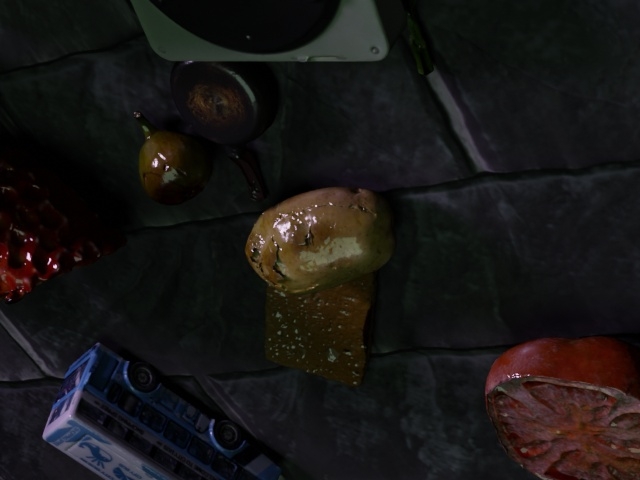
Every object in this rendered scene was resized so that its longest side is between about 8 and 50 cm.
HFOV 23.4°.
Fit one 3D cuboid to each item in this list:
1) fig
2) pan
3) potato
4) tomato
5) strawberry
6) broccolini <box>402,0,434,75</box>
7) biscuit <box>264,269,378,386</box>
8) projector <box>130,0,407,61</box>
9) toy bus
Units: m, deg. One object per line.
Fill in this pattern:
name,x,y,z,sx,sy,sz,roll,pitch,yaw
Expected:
fig,-0.158,-0.085,1.609,0.082,0.098,0.084,-35,161,9
pan,-0.091,-0.109,1.569,0.115,0.040,0.212,11,139,23
potato,0.000,0.000,1.603,0.170,0.080,0.107,-12,115,21
tomato,0.288,0.177,1.658,0.237,0.095,0.236,14,144,11
strawberry,-0.342,-0.020,1.722,0.234,0.234,0.178,-17,95,39
broccolini,0.086,-0.206,1.390,0.035,0.030,0.140,-25,135,-1
biscuit,-0.001,0.078,1.743,0.131,0.025,0.231,17,141,10
projector,-0.079,-0.267,1.338,0.257,0.079,0.259,4,133,31
toy bus,-0.202,0.265,1.968,0.297,0.131,0.106,35,139,-15
